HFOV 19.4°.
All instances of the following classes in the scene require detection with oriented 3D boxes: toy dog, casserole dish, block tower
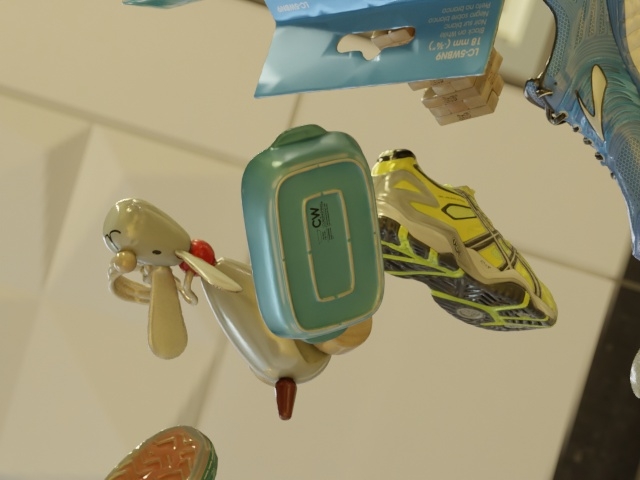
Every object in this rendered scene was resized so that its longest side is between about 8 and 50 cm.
[{"bbox_3d":[-0.112,0.095,2.172,0.220,0.334,0.161,111,176,-52],"label":"toy dog"},{"bbox_3d":[0.000,0.000,1.513,0.037,0.114,0.188,29,132,60],"label":"casserole dish"},{"bbox_3d":[0.110,-0.298,2.414,0.097,0.335,0.091,-13,41,38],"label":"block tower"}]

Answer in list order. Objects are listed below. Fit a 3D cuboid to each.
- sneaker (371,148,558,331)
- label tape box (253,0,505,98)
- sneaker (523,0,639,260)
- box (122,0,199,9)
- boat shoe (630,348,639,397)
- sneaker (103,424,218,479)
[{"bbox_3d":[0.199,0.008,2.492,0.145,0.385,0.147,-9,58,40],"label":"sneaker"},{"bbox_3d":[0.051,-0.283,1.402,0.241,0.106,0.333,-2,61,44],"label":"label tape box"},{"bbox_3d":[0.285,-0.134,1.875,0.130,0.147,0.330,-2,-102,-78],"label":"sneaker"},{"bbox_3d":[-0.129,-0.316,2.020,0.244,0.060,0.100,-2,85,54],"label":"box"},{"bbox_3d":[0.282,0.081,1.449,0.137,0.043,0.049,109,156,-54],"label":"boat shoe"},{"bbox_3d":[-0.182,0.330,1.889,0.108,0.121,0.302,30,89,41],"label":"sneaker"}]
